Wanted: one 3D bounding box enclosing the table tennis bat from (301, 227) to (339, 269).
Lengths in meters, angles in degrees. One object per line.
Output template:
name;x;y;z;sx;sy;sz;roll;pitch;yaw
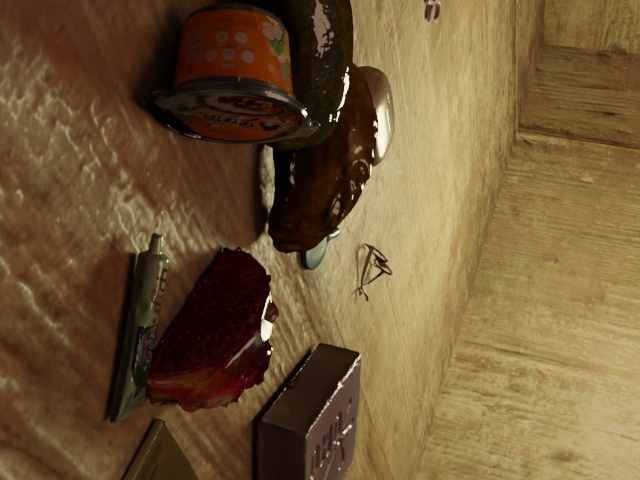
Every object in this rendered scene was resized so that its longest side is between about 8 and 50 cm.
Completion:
table tennis bat;0.000;0.000;1.605;0.155;0.019;0.100;-32;131;-62

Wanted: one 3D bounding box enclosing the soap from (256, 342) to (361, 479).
soap;-0.024;0.390;1.634;0.296;0.107;0.286;-46;144;-56

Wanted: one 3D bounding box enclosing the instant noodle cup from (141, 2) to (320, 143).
instant noodle cup;-0.103;-0.200;1.012;0.208;0.177;0.126;12;72;-40

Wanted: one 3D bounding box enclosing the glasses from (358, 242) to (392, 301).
glasses;0.106;0.081;1.935;0.104;0.062;0.140;-51;154;-11

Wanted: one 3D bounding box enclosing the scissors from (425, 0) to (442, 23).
scissors;0.291;-0.619;2.063;0.110;0.021;0.212;72;35;-49

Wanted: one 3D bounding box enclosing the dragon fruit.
dragon fruit;-0.119;0.146;1.191;0.161;0.126;0.274;81;28;-43

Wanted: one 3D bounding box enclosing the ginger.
ginger;0.000;-0.132;1.320;0.165;0.172;0.321;17;87;-31

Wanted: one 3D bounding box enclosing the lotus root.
lotus root;-0.030;-0.258;1.143;0.160;0.151;0.275;-126;-152;-52

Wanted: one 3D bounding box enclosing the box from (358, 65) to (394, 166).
box;0.085;-0.230;1.605;0.200;0.088;0.146;76;31;-53

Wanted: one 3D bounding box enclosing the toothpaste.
toothpaste;-0.216;0.105;1.032;0.060;0.038;0.234;-8;111;-67

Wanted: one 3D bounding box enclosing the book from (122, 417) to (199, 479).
book;-0.229;0.416;1.194;0.310;0.021;0.217;78;30;-49
